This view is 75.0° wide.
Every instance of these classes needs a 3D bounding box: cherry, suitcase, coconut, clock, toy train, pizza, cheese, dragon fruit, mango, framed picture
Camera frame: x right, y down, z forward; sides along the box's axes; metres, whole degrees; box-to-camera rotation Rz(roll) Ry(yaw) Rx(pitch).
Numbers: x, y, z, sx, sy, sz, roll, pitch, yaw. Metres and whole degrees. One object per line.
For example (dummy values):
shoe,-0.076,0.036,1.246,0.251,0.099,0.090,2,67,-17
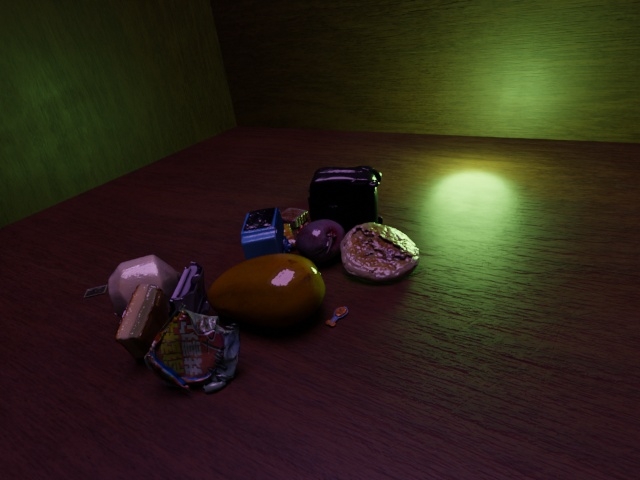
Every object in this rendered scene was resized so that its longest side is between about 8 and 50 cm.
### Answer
cherry,0.000,0.000,1.813,0.213,0.184,0.265,-13,13,-38
suitcase,0.111,-0.160,1.907,0.338,0.346,0.188,-1,37,10
coconut,-0.659,0.185,1.603,0.247,0.245,0.245,-14,30,-12
clock,-0.478,0.219,1.548,0.083,0.187,0.253,-2,30,0
toy train,-0.228,0.011,1.768,0.187,0.265,0.300,-10,28,3
pizza,-0.210,-0.020,2.030,0.291,0.058,0.197,12,34,28
cheese,0.061,0.270,1.495,0.047,0.017,0.111,11,35,34
dragon fruit,-0.071,-0.038,1.970,0.081,0.116,0.086,-21,40,-31
mango,-0.199,0.180,1.512,0.445,0.232,0.300,-8,33,19
framed picture,-0.992,0.225,1.841,0.089,0.007,0.066,-12,30,-7

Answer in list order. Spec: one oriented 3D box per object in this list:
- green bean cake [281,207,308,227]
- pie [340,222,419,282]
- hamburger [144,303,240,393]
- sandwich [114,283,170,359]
green bean cake,-0.148,-0.117,2.184,0.135,0.057,0.135,11,34,32
pie,0.244,0.044,1.726,0.338,0.077,0.339,3,44,-3
hamburger,-0.389,0.340,1.313,0.275,0.261,0.150,23,0,-11
sandwich,-0.592,0.288,1.450,0.108,0.186,0.220,-4,48,9
